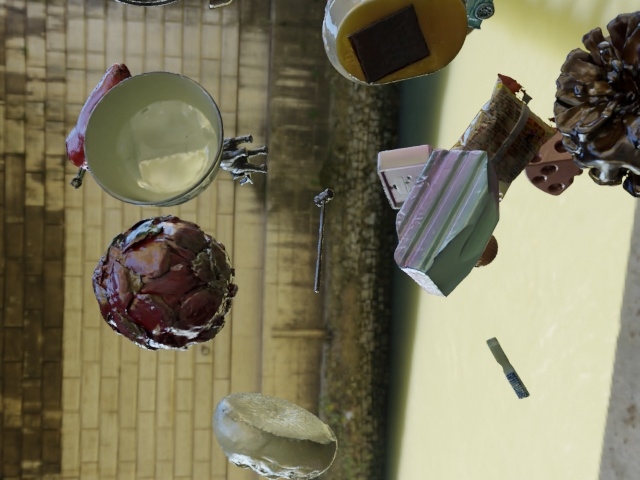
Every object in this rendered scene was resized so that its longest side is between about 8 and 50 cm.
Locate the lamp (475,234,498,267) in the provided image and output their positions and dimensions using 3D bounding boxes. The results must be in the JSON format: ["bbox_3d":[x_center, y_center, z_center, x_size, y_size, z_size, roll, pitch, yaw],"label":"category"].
[{"bbox_3d":[0.518,0.023,2.280,0.136,0.136,0.136,-179,90,-81],"label":"lamp"}]

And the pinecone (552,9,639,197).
[{"bbox_3d":[0.686,-0.307,1.480,0.398,0.398,0.397,-179,90,-81],"label":"pinecone"}]

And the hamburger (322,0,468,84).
[{"bbox_3d":[0.153,-0.433,1.410,0.151,0.295,0.227,-105,3,-58],"label":"hamburger"}]

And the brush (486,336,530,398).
[{"bbox_3d":[0.492,0.339,1.829,0.033,0.030,0.178,-35,80,32],"label":"brush"}]

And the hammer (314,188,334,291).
[{"bbox_3d":[0.000,0.000,1.744,0.058,0.029,0.292,-35,41,47],"label":"hammer"}]

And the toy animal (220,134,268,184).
[{"bbox_3d":[-0.216,-0.223,1.975,0.269,0.137,0.082,49,-143,-66],"label":"toy animal"}]

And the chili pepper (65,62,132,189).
[{"bbox_3d":[-0.478,-0.243,1.501,0.387,0.110,0.110,-42,43,48],"label":"chili pepper"}]

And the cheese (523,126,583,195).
[{"bbox_3d":[0.654,-0.219,1.923,0.177,0.203,0.128,65,-160,-58],"label":"cheese"}]

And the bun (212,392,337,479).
[{"bbox_3d":[-0.111,0.448,1.553,0.287,0.287,0.146,-145,75,-79],"label":"bun"}]

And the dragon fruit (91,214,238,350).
[{"bbox_3d":[-0.352,0.097,1.567,0.329,0.329,0.329,-179,90,-81],"label":"dragon fruit"}]

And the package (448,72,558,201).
[{"bbox_3d":[0.448,-0.237,1.709,0.288,0.223,0.108,-54,23,8],"label":"package"}]

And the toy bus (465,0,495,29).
[{"bbox_3d":[0.354,-0.624,1.576,0.256,0.147,0.128,111,164,-55],"label":"toy bus"}]

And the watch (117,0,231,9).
[{"bbox_3d":[-0.352,-0.670,1.443,0.335,0.327,0.314,110,151,-60],"label":"watch"}]

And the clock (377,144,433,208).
[{"bbox_3d":[0.241,-0.166,1.842,0.197,0.150,0.063,57,-150,-55],"label":"clock"}]

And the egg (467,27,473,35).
[{"bbox_3d":[0.376,-0.725,2.014,0.322,0.250,0.250,-59,25,32],"label":"egg"}]

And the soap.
[{"bbox_3d":[0.272,-0.045,1.486,0.193,0.109,0.324,9,59,44],"label":"soap"}]

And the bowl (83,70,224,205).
[{"bbox_3d":[-0.270,-0.159,1.192,0.126,0.238,0.237,64,-155,-78],"label":"bowl"}]
